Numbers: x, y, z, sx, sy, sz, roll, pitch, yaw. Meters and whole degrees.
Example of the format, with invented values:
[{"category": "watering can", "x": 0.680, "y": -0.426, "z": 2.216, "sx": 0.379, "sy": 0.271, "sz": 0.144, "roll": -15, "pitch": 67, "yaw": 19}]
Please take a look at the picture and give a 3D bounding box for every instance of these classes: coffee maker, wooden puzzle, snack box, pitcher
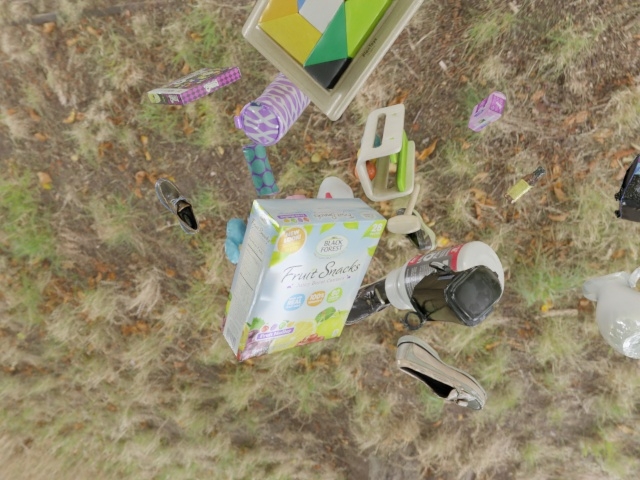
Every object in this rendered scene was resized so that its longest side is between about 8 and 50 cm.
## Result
[{"category": "coffee maker", "x": 0.278, "y": 0.132, "z": 0.986, "sx": 0.120, "sy": 0.171, "sz": 0.178, "roll": 29, "pitch": 170, "yaw": -6}, {"category": "wooden puzzle", "x": 0.004, "y": -0.330, "z": 0.658, "sx": 0.239, "sy": 0.044, "sz": 0.221, "roll": 48, "pitch": 118, "yaw": 16}, {"category": "snack box", "x": -0.025, "y": 0.048, "z": 0.614, "sx": 0.070, "sy": 0.174, "sz": 0.207, "roll": 42, "pitch": 125, "yaw": 40}, {"category": "pitcher", "x": 0.704, "y": 0.147, "z": 1.028, "sx": 0.125, "sy": 0.207, "sz": 0.177, "roll": 41, "pitch": 121, "yaw": -15}]

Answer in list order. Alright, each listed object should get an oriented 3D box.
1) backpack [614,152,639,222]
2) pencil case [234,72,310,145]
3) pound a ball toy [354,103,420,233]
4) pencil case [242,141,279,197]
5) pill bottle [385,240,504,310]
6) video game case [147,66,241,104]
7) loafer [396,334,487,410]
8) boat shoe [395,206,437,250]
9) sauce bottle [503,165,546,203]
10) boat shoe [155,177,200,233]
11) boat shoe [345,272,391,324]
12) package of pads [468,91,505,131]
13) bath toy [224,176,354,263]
[{"category": "backpack", "x": 0.880, "y": -0.146, "z": 1.238, "sx": 0.116, "sy": 0.173, "sz": 0.158, "roll": 20, "pitch": 172, "yaw": 37}, {"category": "pencil case", "x": -0.079, "y": -0.253, "z": 0.857, "sx": 0.088, "sy": 0.206, "sz": 0.086, "roll": 7, "pitch": 128, "yaw": 18}, {"category": "pound a ball toy", "x": 0.168, "y": -0.180, "z": 1.170, "sx": 0.135, "sy": 0.319, "sz": 0.208, "roll": -11, "pitch": 125, "yaw": 21}, {"category": "pencil case", "x": -0.167, "y": -0.200, "z": 1.288, "sx": 0.064, "sy": 0.070, "sz": 0.152, "roll": -13, "pitch": 104, "yaw": 12}, {"category": "pill bottle", "x": 0.342, "y": 0.119, "z": 1.328, "sx": 0.318, "sy": 0.176, "sz": 0.176, "roll": -21, "pitch": 108, "yaw": 51}, {"category": "video game case", "x": -0.404, "y": -0.496, "z": 1.473, "sx": 0.210, "sy": 0.232, "sz": 0.042, "roll": 18, "pitch": 136, "yaw": 41}, {"category": "loafer", "x": 0.129, "y": 0.155, "z": 0.504, "sx": 0.125, "sy": 0.039, "sz": 0.045, "roll": 39, "pitch": 136, "yaw": -11}, {"category": "boat shoe", "x": 0.307, "y": -0.042, "z": 1.550, "sx": 0.224, "sy": 0.073, "sz": 0.080, "roll": -123, "pitch": 33, "yaw": -47}, {"category": "sauce bottle", "x": 0.591, "y": -0.161, "z": 1.328, "sx": 0.128, "sy": 0.042, "sz": 0.042, "roll": -43, "pitch": 95, "yaw": 17}, {"category": "boat shoe", "x": -0.400, "y": -0.102, "z": 1.317, "sx": 0.183, "sy": 0.066, "sz": 0.066, "roll": 56, "pitch": 155, "yaw": -17}, {"category": "boat shoe", "x": 0.187, "y": 0.190, "z": 1.557, "sx": 0.103, "sy": 0.285, "sz": 0.092, "roll": 62, "pitch": 170, "yaw": 2}, {"category": "package of pads", "x": 0.329, "y": -0.255, "z": 0.913, "sx": 0.031, "sy": 0.050, "sz": 0.083, "roll": 20, "pitch": 170, "yaw": -7}, {"category": "bath toy", "x": -0.077, "y": -0.045, "z": 1.181, "sx": 0.348, "sy": 0.129, "sz": 0.152, "roll": -23, "pitch": 98, "yaw": 14}]
